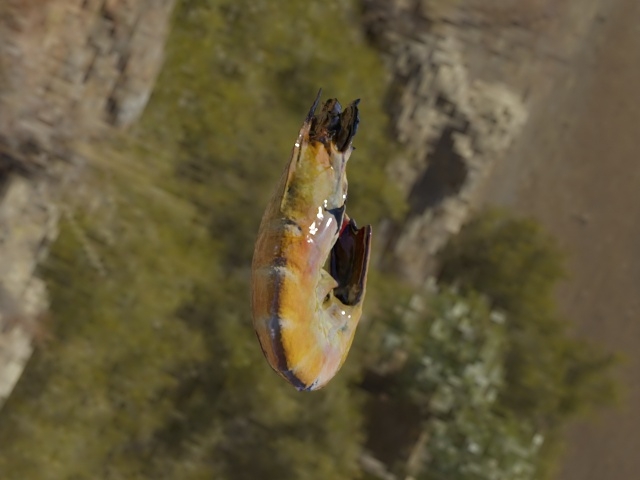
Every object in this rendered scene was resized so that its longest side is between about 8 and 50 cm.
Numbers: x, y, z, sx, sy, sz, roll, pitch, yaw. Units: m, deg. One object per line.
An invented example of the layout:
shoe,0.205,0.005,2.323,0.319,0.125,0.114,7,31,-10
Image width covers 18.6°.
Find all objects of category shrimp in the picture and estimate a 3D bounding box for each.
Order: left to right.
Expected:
shrimp,0.000,0.000,1.537,0.150,0.068,0.248,42,54,-58
